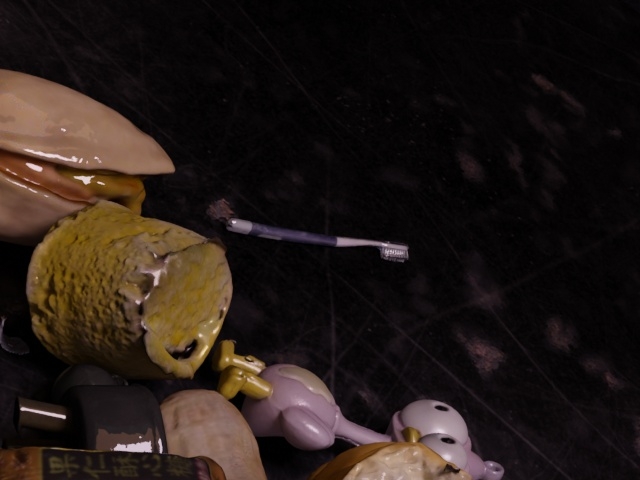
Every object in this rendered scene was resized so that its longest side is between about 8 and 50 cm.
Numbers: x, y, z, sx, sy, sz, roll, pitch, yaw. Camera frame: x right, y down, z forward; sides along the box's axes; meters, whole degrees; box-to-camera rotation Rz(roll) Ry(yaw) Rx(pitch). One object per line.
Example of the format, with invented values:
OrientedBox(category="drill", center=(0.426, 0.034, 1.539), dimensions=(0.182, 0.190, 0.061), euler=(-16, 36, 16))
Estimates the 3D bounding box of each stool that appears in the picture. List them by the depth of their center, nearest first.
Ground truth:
OrientedBox(category="stool", center=(-0.236, 0.213, 1.344), dimensions=(0.139, 0.153, 0.228), euler=(2, 8, -24))

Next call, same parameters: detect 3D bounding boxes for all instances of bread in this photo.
OrientedBox(category="bread", center=(0.069, 0.318, 1.404), dimensions=(0.183, 0.211, 0.224), euler=(34, 36, -7))
OrientedBox(category="bread", center=(-0.202, 0.058, 1.466), dimensions=(0.170, 0.197, 0.197), euler=(6, 22, 34))

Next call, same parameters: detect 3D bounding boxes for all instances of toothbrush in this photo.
OrientedBox(category="toothbrush", center=(0.000, 0.000, 1.829), dimensions=(0.288, 0.024, 0.026), euler=(9, 60, -33))

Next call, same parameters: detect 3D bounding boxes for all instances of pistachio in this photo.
OrientedBox(category="pistachio", center=(-0.321, -0.085, 1.545), dimensions=(0.299, 0.187, 0.187), euler=(19, 41, -32))

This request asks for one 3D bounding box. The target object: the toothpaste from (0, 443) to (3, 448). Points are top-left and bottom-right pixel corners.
OrientedBox(category="toothpaste", center=(-0.385, 0.190, 1.325), dimensions=(0.170, 0.028, 0.045), euler=(25, 46, -22))

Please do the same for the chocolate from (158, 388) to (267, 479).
OrientedBox(category="chocolate", center=(-0.105, 0.269, 1.359), dimensions=(0.134, 0.134, 0.309), euler=(11, 29, -31))

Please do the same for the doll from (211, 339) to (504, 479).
OrientedBox(category="doll", center=(0.045, 0.215, 1.575), dimensions=(0.365, 0.094, 0.160), euler=(19, 13, -14))

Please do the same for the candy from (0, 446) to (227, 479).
OrientedBox(category="candy", center=(-0.204, 0.234, 1.189), dimensions=(0.271, 0.101, 0.143), euler=(6, 35, -18))

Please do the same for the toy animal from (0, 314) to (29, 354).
OrientedBox(category="toy animal", center=(-0.345, 0.091, 1.454), dimensions=(0.084, 0.028, 0.050), euler=(24, 48, -19))
